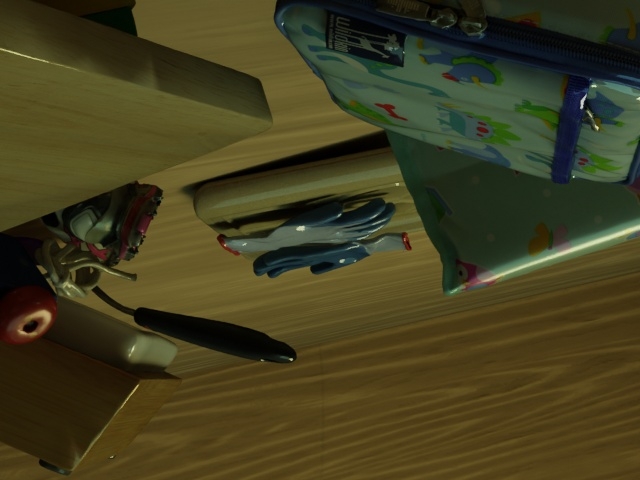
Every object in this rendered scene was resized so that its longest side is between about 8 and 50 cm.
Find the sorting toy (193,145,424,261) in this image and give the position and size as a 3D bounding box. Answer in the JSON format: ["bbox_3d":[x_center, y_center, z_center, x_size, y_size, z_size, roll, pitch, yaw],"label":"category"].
[{"bbox_3d":[0.054,-0.046,1.158,0.307,0.041,0.229,-11,167,5],"label":"sorting toy"}]

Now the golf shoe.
[{"bbox_3d":[-0.167,-0.026,0.934,0.086,0.067,0.186,25,170,-10],"label":"golf shoe"}]

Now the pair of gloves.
[{"bbox_3d":[0.000,0.000,1.174,0.159,0.023,0.198,-11,166,11],"label":"pair of gloves"}]

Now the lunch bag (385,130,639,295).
[{"bbox_3d":[0.179,-0.070,0.877,0.223,0.160,0.262,-20,-179,14],"label":"lunch bag"}]

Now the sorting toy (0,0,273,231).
[{"bbox_3d":[-0.194,-0.062,0.532,0.255,0.089,0.257,-18,170,23],"label":"sorting toy"}]

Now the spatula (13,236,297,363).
[{"bbox_3d":[-0.148,0.040,0.945,0.296,0.030,0.084,20,172,22],"label":"spatula"}]

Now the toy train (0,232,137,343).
[{"bbox_3d":[-0.236,0.056,0.821,0.143,0.105,0.248,-48,149,13],"label":"toy train"}]

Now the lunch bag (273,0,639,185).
[{"bbox_3d":[0.082,-0.091,0.584,0.176,0.090,0.219,15,175,9],"label":"lunch bag"}]

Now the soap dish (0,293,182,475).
[{"bbox_3d":[-0.239,0.093,1.025,0.229,0.118,0.291,22,174,2],"label":"soap dish"}]
